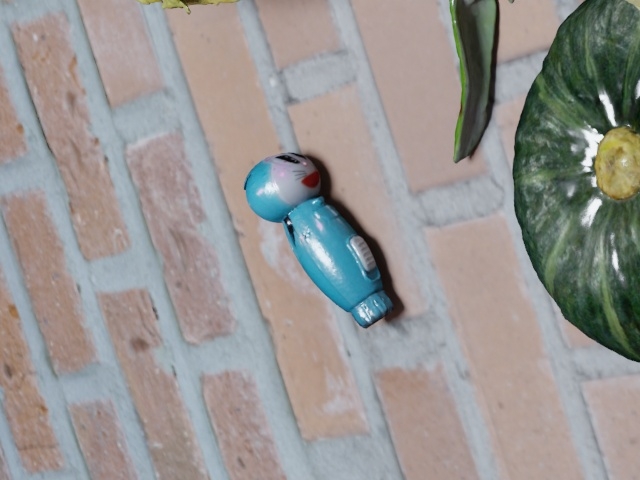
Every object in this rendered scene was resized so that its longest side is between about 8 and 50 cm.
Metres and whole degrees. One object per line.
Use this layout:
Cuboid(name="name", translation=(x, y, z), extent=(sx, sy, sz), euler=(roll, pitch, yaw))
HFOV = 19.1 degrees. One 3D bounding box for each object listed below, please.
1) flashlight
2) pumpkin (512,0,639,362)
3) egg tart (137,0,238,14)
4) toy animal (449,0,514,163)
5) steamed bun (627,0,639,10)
Cuboid(name="flashlight", translation=(0.000, 0.000, 1.224), extent=(0.129, 0.051, 0.051), euler=(55, 135, 7))
Cuboid(name="pumpkin", translation=(0.192, -0.036, 0.942), extent=(0.212, 0.152, 0.211), euler=(1, 91, 56))
Cuboid(name="egg tart", translation=(-0.099, -0.278, 1.131), extent=(0.288, 0.118, 0.288), euler=(42, 152, 29))
Cuboid(name="toy animal", translation=(0.098, -0.136, 1.071), extent=(0.075, 0.041, 0.217), euler=(34, 131, 55))
Cuboid(name="steamed bun", translation=(0.160, -0.282, 0.860), extent=(0.247, 0.189, 0.428), euler=(-7, 87, 22))
